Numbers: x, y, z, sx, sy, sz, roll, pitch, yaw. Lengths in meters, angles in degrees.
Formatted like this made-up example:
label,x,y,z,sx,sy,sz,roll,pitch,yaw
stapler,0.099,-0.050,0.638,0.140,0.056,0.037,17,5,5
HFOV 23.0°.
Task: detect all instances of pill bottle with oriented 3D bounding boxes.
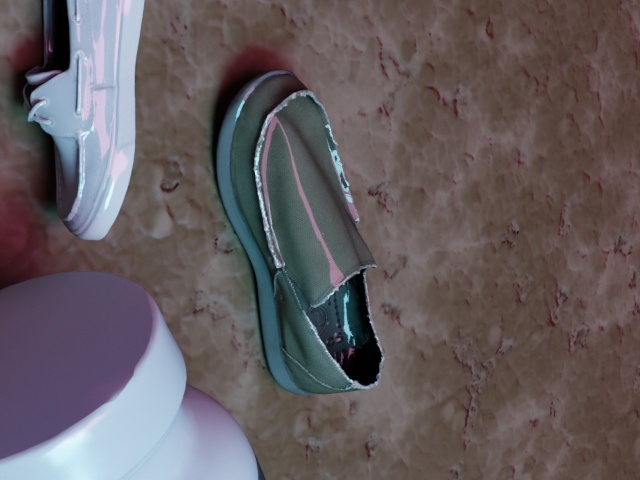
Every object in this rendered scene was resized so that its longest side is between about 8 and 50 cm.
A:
label,x,y,z,sx,sy,sz,roll,pitch,yaw
pill bottle,-0.116,0.213,0.937,0.210,0.210,0.363,-42,128,-31

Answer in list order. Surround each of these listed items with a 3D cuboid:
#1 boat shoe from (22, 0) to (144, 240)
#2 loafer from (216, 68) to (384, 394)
label,x,y,z,sx,sy,sz,roll,pitch,yaw
boat shoe,-0.146,-0.093,0.935,0.063,0.066,0.184,3,101,-33
loafer,0.000,0.000,1.091,0.094,0.087,0.251,-35,124,-35
